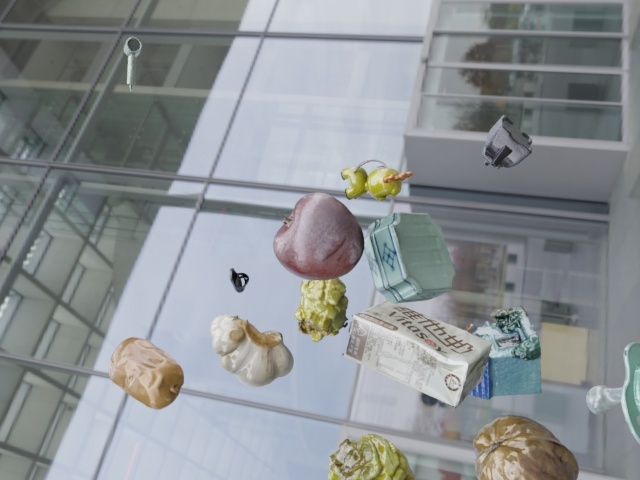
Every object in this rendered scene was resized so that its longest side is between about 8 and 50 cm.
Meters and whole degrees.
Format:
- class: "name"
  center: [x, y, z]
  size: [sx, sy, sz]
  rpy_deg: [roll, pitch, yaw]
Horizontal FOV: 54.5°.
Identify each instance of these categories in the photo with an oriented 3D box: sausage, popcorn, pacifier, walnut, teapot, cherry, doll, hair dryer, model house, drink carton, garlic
- class: "sausage"
  center: [-0.459, 0.350, 1.638]
  size: [0.136, 0.241, 0.120]
  rpy_deg: [-62, -30, 2]
- class: "popcorn"
  center: [0.008, 0.266, 2.501]
  size: [0.252, 0.215, 0.286]
  rpy_deg: [-77, -12, -46]
- class: "pacifier"
  center: [0.973, 0.498, 1.947]
  size: [0.288, 0.269, 0.343]
  rpy_deg: [45, -129, -17]
- class: "walnut"
  center: [0.641, 0.716, 1.934]
  size: [0.306, 0.344, 0.306]
  rpy_deg: [-48, 20, 23]
- class: "teapot"
  center: [0.394, -0.200, 1.349]
  size: [0.096, 0.087, 0.177]
  rpy_deg: [-48, 3, 29]
- class: "cherry"
  center: [0.000, 0.000, 1.841]
  size: [0.261, 0.308, 0.221]
  rpy_deg: [-56, 26, 12]
- class: "popcorn"
  center: [0.153, 0.759, 1.954]
  size: [0.237, 0.293, 0.292]
  rpy_deg: [45, -134, -31]
- class: "doll"
  center: [0.183, -0.191, 1.962]
  size: [0.143, 0.221, 0.135]
  rpy_deg: [-10, -88, -56]
- class: "hair dryer"
  center: [-0.446, -0.413, 1.469]
  size: [0.063, 0.038, 0.124]
  rpy_deg: [-167, 81, -68]
- class: "model house"
  center: [0.533, 0.373, 2.049]
  size: [0.295, 0.330, 0.251]
  rpy_deg: [-86, -19, -61]
- class: "drink carton"
  center: [0.247, 0.276, 1.594]
  size: [0.194, 0.325, 0.132]
  rpy_deg: [-17, -57, -57]
- class: "garlic"
  center: [-0.223, 0.359, 1.934]
  size: [0.203, 0.281, 0.184]
  rpy_deg: [134, 150, -59]

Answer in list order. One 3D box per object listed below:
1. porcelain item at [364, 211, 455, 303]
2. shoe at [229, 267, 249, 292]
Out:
- class: "porcelain item"
  center: [0.286, 0.058, 2.013]
  size: [0.286, 0.157, 0.281]
  rpy_deg: [-2, -110, -45]
- class: "shoe"
  center: [-0.272, 0.136, 2.127]
  size: [0.159, 0.053, 0.062]
  rpy_deg: [70, -166, -65]
